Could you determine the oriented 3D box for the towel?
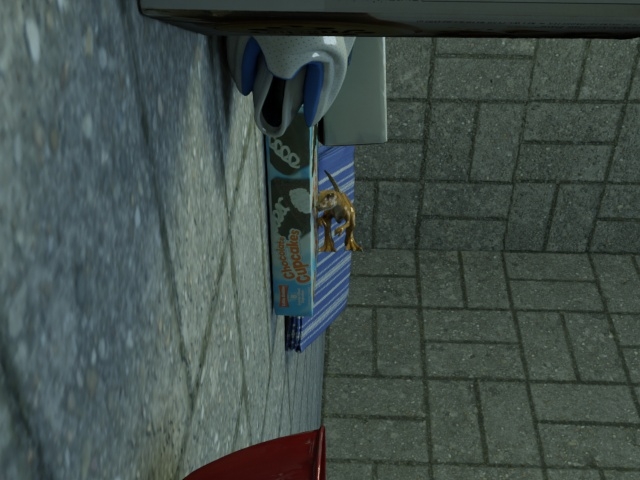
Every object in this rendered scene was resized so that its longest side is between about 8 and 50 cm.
[{"bbox_3d":[0.000,0.000,1.413,0.243,0.040,0.336,-36,132,-60],"label":"towel"}]

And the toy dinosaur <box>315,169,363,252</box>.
[{"bbox_3d":[0.029,-0.041,1.145,0.211,0.064,0.112,-65,155,-84],"label":"toy dinosaur"}]

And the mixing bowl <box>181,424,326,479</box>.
[{"bbox_3d":[-0.047,0.199,0.481,0.181,0.098,0.182,2,90,-88],"label":"mixing bowl"}]

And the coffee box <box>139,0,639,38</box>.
[{"bbox_3d":[0.060,-0.182,0.478,0.168,0.297,0.119,-78,169,-79],"label":"coffee box"}]

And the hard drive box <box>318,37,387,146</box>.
[{"bbox_3d":[0.037,-0.257,1.173,0.181,0.089,0.232,-117,-157,-79],"label":"hard drive box"}]

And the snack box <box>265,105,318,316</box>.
[{"bbox_3d":[-0.034,-0.077,1.125,0.187,0.060,0.322,-85,175,-56],"label":"snack box"}]

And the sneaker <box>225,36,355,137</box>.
[{"bbox_3d":[-0.031,-0.208,0.755,0.323,0.130,0.236,176,-68,-81],"label":"sneaker"}]
